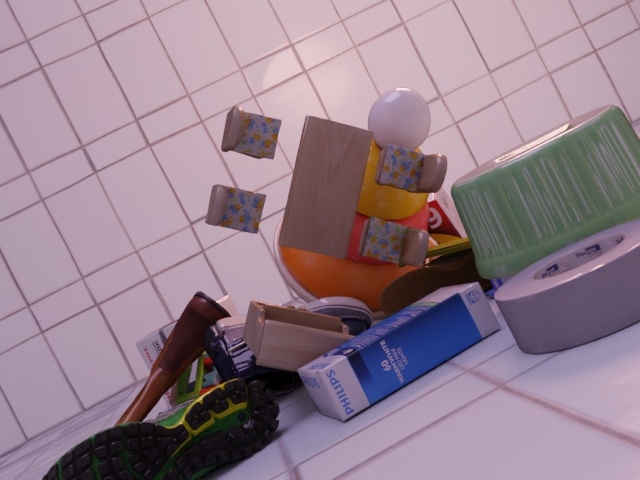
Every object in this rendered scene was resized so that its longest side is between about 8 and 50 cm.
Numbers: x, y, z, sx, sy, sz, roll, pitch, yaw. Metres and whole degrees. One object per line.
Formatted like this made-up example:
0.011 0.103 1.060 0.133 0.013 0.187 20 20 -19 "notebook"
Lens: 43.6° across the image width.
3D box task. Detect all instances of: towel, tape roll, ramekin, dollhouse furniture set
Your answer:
0.259 0.008 1.441 0.237 0.021 0.102 -16 0 37 "towel"
0.319 0.050 0.941 0.219 0.072 0.219 -27 1 0 "tape roll"
0.342 -0.077 1.187 0.303 0.148 0.303 -27 2 1 "ramekin"
0.000 0.000 1.297 0.362 0.394 0.256 12 0 -13 "dollhouse furniture set"

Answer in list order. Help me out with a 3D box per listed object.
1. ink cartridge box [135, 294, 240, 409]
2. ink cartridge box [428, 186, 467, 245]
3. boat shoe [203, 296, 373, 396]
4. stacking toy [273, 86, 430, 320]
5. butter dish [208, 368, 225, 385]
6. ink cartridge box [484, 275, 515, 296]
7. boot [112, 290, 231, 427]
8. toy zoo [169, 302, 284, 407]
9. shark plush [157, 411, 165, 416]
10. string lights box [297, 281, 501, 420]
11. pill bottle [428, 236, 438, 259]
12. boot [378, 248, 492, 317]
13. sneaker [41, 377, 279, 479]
-0.297 0.277 1.947 0.273 0.197 0.114 -27 1 39 "ink cartridge box"
0.226 0.017 2.083 0.309 0.272 0.130 -27 32 22 "ink cartridge box"
-0.035 0.210 1.497 0.340 0.127 0.158 -10 37 -20 "boat shoe"
0.111 -0.097 1.601 0.350 0.350 0.480 -28 -28 -34 "stacking toy"
-0.200 0.276 1.741 0.160 0.118 0.160 -27 0 -21 "butter dish"
0.384 0.019 1.238 0.185 0.065 0.311 -27 -1 -17 "ink cartridge box"
-0.300 0.242 1.531 0.280 0.096 0.264 -52 8 -32 "boot"
-0.168 0.233 1.658 0.293 0.030 0.192 -17 41 15 "toy zoo"
-0.247 0.344 1.470 0.067 0.073 0.161 8 -25 -32 "shark plush"
0.107 0.152 1.129 0.259 0.077 0.133 -28 1 -16 "string lights box"
0.180 0.076 1.880 0.216 0.121 0.121 -28 1 -34 "pill bottle"
0.223 0.074 1.516 0.262 0.095 0.203 -26 1 -4 "boot"
-0.225 0.310 1.123 0.343 0.134 0.146 -18 -11 -31 "sneaker"
